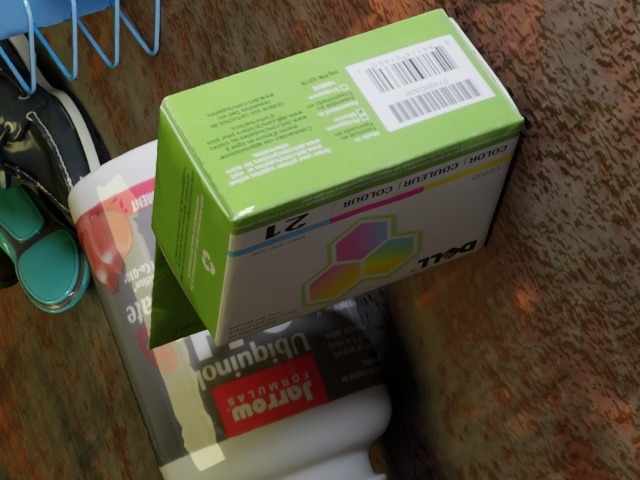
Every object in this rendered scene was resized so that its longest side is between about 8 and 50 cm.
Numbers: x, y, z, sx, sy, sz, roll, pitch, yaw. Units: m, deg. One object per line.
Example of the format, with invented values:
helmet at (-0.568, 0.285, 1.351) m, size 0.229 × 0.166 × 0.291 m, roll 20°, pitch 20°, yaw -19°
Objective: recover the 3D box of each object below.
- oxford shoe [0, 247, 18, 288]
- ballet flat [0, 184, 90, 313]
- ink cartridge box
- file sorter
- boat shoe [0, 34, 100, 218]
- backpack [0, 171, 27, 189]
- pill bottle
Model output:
oxford shoe at (-0.451, -0.021, 2.309) m, size 0.227 × 0.082 × 0.096 m, roll 51°, pitch 146°, yaw 41°
ballet flat at (-0.309, 0.019, 2.020) m, size 0.247 × 0.083 × 0.087 m, roll 49°, pitch 173°, yaw 46°
ink cartridge box at (0.000, 0.000, 1.080) m, size 0.097 × 0.188 × 0.255 m, roll 58°, pitch 156°, yaw 29°
file sorter at (-0.231, -0.200, 1.517) m, size 0.104 × 0.170 × 0.118 m, roll 53°, pitch 151°, yaw 33°
boat shoe at (-0.329, -0.122, 1.887) m, size 0.340 × 0.113 × 0.127 m, roll 55°, pitch 152°, yaw 37°
backpack at (-0.370, -0.115, 2.034) m, size 0.114 × 0.084 × 0.105 m, roll 49°, pitch 151°, yaw 40°
pill bottle at (-0.052, 0.084, 1.287) m, size 0.319 × 0.176 × 0.176 m, roll 70°, pitch 158°, yaw 7°
